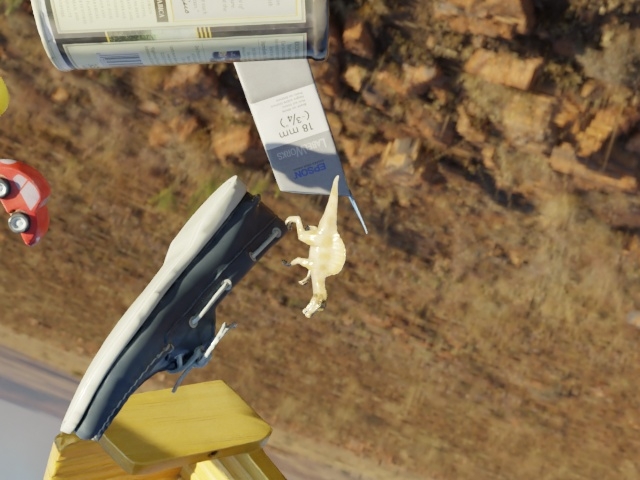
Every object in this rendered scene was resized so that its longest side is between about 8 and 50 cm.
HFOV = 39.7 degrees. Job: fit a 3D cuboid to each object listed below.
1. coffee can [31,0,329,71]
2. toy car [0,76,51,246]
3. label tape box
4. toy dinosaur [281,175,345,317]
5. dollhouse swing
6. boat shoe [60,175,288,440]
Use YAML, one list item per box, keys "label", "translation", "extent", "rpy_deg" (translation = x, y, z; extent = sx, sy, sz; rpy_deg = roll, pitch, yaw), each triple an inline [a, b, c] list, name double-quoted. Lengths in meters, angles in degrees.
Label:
- label: "coffee can"
  translation: [-0.134, -0.278, 0.896]
  extent: [0.275, 0.202, 0.201]
  rpy_deg: [-3, 163, -2]
- label: "toy car"
  translation: [-0.348, -0.127, 0.895]
  extent: [0.239, 0.053, 0.225]
  rpy_deg: [61, 175, 18]
- label: "label tape box"
  translation: [-0.043, -0.180, 1.364]
  extent: [0.241, 0.105, 0.334]
  rpy_deg: [-109, -1, -66]
- label: "toy dinosaur"
  translation: [0.000, 0.000, 1.096]
  extent: [0.053, 0.183, 0.092]
  rpy_deg: [-4, -161, -43]
- label: "dollhouse swing"
  translation: [-0.203, 0.436, 1.272]
  extent: [0.315, 0.305, 0.347]
  rpy_deg: [-5, 137, -34]
- label: "boat shoe"
  translation: [-0.113, 0.061, 0.720]
  extent: [0.079, 0.254, 0.095]
  rpy_deg: [40, 146, -14]
